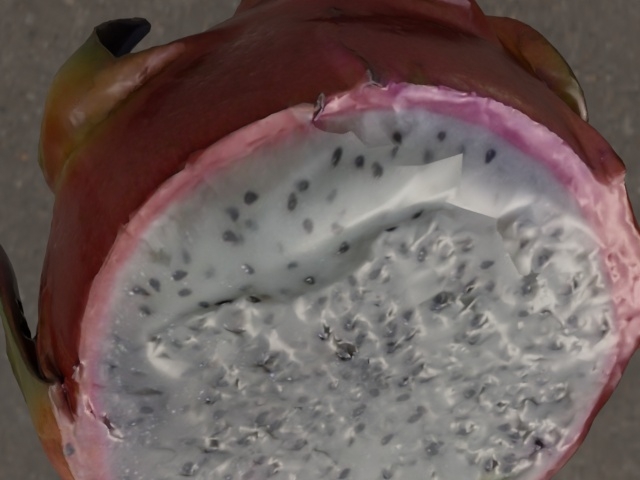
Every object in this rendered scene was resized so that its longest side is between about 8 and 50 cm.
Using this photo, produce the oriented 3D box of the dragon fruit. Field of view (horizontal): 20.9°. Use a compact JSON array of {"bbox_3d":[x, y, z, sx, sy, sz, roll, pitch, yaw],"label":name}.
[{"bbox_3d":[0.000,0.000,0.785,0.290,0.189,0.290,-10,128,-13],"label":"dragon fruit"}]
